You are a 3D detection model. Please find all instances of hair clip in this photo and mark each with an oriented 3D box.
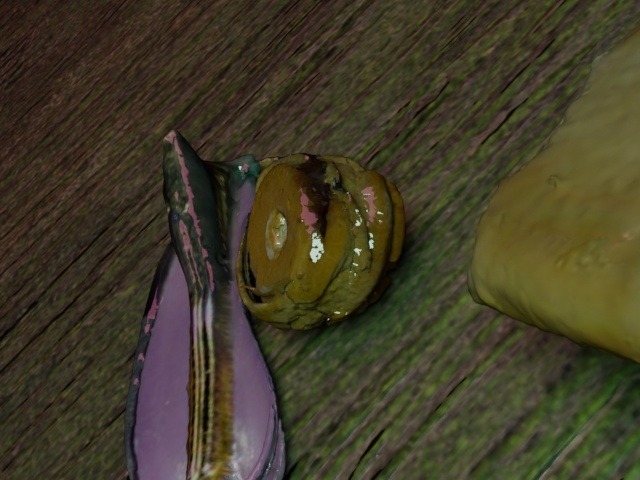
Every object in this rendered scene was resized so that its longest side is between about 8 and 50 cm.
[{"bbox_3d":[-0.088,0.065,0.854,0.110,0.095,0.358,-3,51,-4],"label":"hair clip"}]

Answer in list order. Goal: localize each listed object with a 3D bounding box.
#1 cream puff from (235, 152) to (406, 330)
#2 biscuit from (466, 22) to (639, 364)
[{"bbox_3d":[0.000,0.000,0.793,0.133,0.104,0.119,49,124,61],"label":"cream puff"},{"bbox_3d":[0.294,-0.083,0.513,0.429,0.104,0.446,-37,25,-14],"label":"biscuit"}]
